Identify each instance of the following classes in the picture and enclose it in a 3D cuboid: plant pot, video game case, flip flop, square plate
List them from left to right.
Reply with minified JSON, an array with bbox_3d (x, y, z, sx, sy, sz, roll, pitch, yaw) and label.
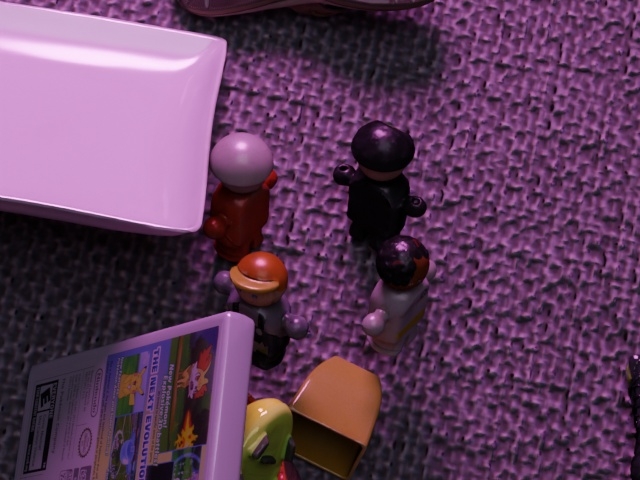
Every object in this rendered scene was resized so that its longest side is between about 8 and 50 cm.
[{"bbox_3d":[-0.270,-0.117,1.628,0.344,0.049,0.347,9,35,-4],"label":"square plate"},{"bbox_3d":[-0.174,0.243,1.479,0.036,0.300,0.329,21,65,-37],"label":"video game case"},{"bbox_3d":[-0.012,-0.270,1.779,0.277,0.080,0.112,-6,76,7],"label":"flip flop"},{"bbox_3d":[0.014,0.158,1.627,0.081,0.081,0.083,26,57,3],"label":"plant pot"}]

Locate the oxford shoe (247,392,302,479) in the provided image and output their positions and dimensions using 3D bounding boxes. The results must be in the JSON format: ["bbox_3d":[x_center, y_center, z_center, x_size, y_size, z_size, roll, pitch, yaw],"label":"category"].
[{"bbox_3d":[-0.053,0.242,1.591,0.097,0.098,0.271,-30,59,3],"label":"oxford shoe"}]

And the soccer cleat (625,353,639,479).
[{"bbox_3d":[0.320,0.153,1.677,0.072,0.060,0.179,21,63,11],"label":"soccer cleat"}]

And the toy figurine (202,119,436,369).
[{"bbox_3d":[0.000,0.000,1.612,0.213,0.148,0.209,-2,49,-7],"label":"toy figurine"}]

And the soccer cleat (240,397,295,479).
[{"bbox_3d":[-0.128,0.238,1.509,0.121,0.093,0.289,43,111,28],"label":"soccer cleat"}]
